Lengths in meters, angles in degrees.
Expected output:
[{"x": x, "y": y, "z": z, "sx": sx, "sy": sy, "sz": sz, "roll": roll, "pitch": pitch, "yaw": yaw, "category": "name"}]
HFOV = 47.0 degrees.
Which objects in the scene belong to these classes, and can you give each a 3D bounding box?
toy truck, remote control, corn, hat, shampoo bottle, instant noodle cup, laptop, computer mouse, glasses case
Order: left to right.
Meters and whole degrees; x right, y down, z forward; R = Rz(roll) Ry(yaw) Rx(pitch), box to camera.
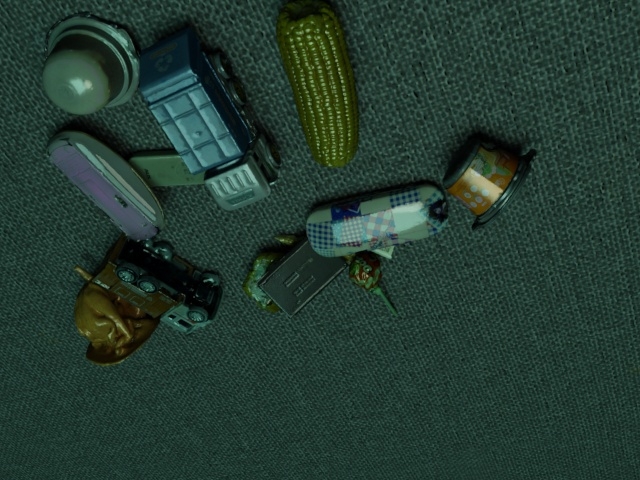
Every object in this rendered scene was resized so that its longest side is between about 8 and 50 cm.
[{"x": -0.563, "y": 0.162, "z": 1.876, "sx": 0.234, "sy": 0.244, "sz": 0.233, "roll": -22, "pitch": 114, "yaw": 13, "category": "hat"}, {"x": -0.473, "y": -0.127, "z": 1.647, "sx": 0.158, "sy": 0.071, "sz": 0.310, "roll": -15, "pitch": 125, "yaw": 45, "category": "computer mouse"}, {"x": -0.407, "y": 0.114, "z": 1.850, "sx": 0.305, "sy": 0.136, "sz": 0.162, "roll": 35, "pitch": 133, "yaw": -22, "category": "toy truck"}, {"x": -0.273, "y": -0.166, "z": 1.641, "sx": 0.310, "sy": 0.038, "sz": 0.090, "roll": -2, "pitch": 133, "yaw": 6, "category": "remote control"}, {"x": -0.217, "y": -0.232, "z": 1.468, "sx": 0.146, "sy": 0.175, "sz": 0.367, "roll": -21, "pitch": 120, "yaw": 19, "category": "toy truck"}, {"x": -0.042, "y": 0.080, "z": 1.758, "sx": 0.197, "sy": 0.016, "sz": 0.135, "roll": -43, "pitch": 113, "yaw": -1, "category": "laptop"}, {"x": 0.004, "y": -0.297, "z": 1.436, "sx": 0.131, "sy": 0.131, "sz": 0.344, "roll": -5, "pitch": 134, "yaw": 10, "category": "corn"}, {"x": 0.111, "y": -0.002, "z": 1.756, "sx": 0.141, "sy": 0.049, "sz": 0.034, "roll": 20, "pitch": 176, "yaw": -8, "category": "shampoo bottle"}, {"x": 0.127, "y": -0.045, "z": 1.678, "sx": 0.328, "sy": 0.076, "sz": 0.125, "roll": -12, "pitch": 111, "yaw": 11, "category": "glasses case"}, {"x": 0.337, "y": -0.135, "z": 1.541, "sx": 0.126, "sy": 0.177, "sz": 0.208, "roll": 33, "pitch": 97, "yaw": -4, "category": "instant noodle cup"}]

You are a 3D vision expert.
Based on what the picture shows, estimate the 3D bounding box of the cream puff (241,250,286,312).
[{"x": -0.116, "y": 0.095, "z": 1.824, "sx": 0.156, "sy": 0.121, "sz": 0.156, "roll": 9, "pitch": 104, "yaw": 38, "category": "cream puff"}]

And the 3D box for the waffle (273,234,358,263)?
[{"x": 0.000, "y": 0.000, "z": 1.773, "sx": 0.191, "sy": 0.032, "sz": 0.125, "roll": 31, "pitch": 129, "yaw": -24, "category": "waffle"}]

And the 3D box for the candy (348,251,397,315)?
[{"x": 0.147, "y": 0.120, "z": 1.846, "sx": 0.078, "sy": 0.084, "sz": 0.287, "roll": 23, "pitch": 163, "yaw": 36, "category": "candy"}]

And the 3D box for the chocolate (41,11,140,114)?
[{"x": -0.458, "y": -0.322, "z": 1.440, "sx": 0.221, "sy": 0.147, "sz": 0.221, "roll": 1, "pitch": 130, "yaw": 1, "category": "chocolate"}]
